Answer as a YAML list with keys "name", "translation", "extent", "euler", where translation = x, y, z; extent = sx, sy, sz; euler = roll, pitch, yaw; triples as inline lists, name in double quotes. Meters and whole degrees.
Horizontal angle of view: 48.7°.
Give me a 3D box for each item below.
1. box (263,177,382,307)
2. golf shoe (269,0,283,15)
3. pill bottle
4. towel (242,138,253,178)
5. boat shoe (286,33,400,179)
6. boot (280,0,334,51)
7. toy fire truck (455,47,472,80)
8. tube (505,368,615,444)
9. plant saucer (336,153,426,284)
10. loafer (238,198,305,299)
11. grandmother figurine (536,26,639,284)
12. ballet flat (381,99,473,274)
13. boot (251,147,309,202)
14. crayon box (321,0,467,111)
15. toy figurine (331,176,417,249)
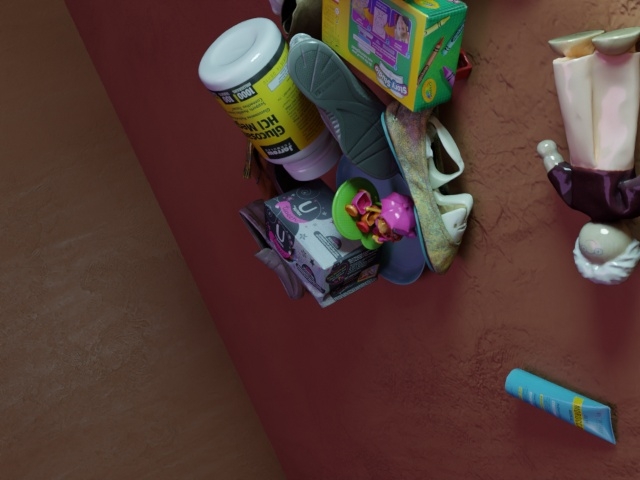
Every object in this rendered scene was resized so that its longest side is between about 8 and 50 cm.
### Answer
- name: "box"
  translation: [0.000, 0.000, 1.604]
  extent: [0.247, 0.163, 0.142]
  euler: [47, 151, 35]
- name: "golf shoe"
  translation: [-0.121, -0.611, 1.475]
  extent: [0.306, 0.115, 0.140]
  euler: [66, 159, 2]
- name: "pill bottle"
  translation: [-0.091, -0.285, 1.500]
  extent: [0.188, 0.188, 0.334]
  euler: [35, 168, 49]
- name: "towel"
  translation: [-0.191, -0.287, 1.881]
  extent: [0.102, 0.021, 0.237]
  euler: [-127, 41, -71]
- name: "boat shoe"
  translation: [0.053, -0.248, 1.317]
  extent: [0.320, 0.118, 0.103]
  euler: [45, -162, -26]
- name: "boot"
  translation: [-0.031, -0.429, 1.413]
  extent: [0.112, 0.115, 0.305]
  euler: [62, 170, 7]
- name: "toy fire truck"
  translation: [0.169, -0.320, 1.221]
  extent: [0.192, 0.047, 0.135]
  euler: [58, 154, 20]
- name: "tube"
  translation: [0.425, 0.287, 1.253]
  extent: [0.207, 0.052, 0.080]
  euler: [19, 139, 51]
- name: "plant saucer"
  translation: [0.139, -0.057, 1.522]
  extent: [0.317, 0.044, 0.317]
  euler: [46, 148, 39]
- name: "loafer"
  translation: [-0.142, 0.034, 2.087]
  extent: [0.319, 0.112, 0.112]
  euler: [65, 156, 3]
- name: "grandmother figurine"
  translation: [0.372, -0.102, 0.948]
  extent: [0.208, 0.104, 0.342]
  euler: [-148, 43, -65]
- name: "ballet flat"
  translation: [0.212, -0.093, 1.273]
  extent: [0.123, 0.123, 0.348]
  euler: [16, 131, 60]
- name: "boot"
  translation: [-0.131, -0.160, 1.913]
  extent: [0.264, 0.096, 0.280]
  euler: [60, 156, 14]
- name: "crayon box"
  translation: [0.108, -0.353, 1.157]
  extent: [0.278, 0.081, 0.165]
  euler: [48, 150, 36]
- name: "toy figurine"
  translation: [0.132, -0.039, 1.394]
  extent: [0.159, 0.130, 0.173]
  euler: [12, 145, 50]
